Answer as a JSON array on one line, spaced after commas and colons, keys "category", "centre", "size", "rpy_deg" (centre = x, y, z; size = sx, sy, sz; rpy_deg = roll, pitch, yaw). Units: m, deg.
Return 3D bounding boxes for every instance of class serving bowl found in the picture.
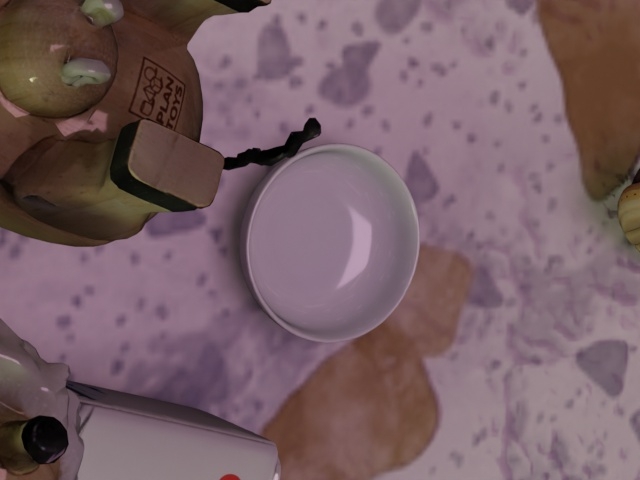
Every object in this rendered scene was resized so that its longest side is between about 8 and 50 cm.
[{"category": "serving bowl", "centre": [0.000, 0.000, 0.672], "size": [0.083, 0.027, 0.083], "rpy_deg": [-4, 98, -30]}]

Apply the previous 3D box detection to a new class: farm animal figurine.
[{"category": "farm animal figurine", "centre": [-0.156, -0.102, 0.493], "size": [0.327, 0.172, 0.330], "rpy_deg": [40, 64, -23]}]

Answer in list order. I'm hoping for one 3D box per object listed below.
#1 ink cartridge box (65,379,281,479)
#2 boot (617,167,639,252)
[{"category": "ink cartridge box", "centre": [-0.127, 0.116, 0.582], "size": [0.190, 0.082, 0.140], "rpy_deg": [16, 87, -31]}, {"category": "boot", "centre": [0.252, -0.075, 0.791], "size": [0.248, 0.090, 0.207], "rpy_deg": [11, 79, -29]}]
